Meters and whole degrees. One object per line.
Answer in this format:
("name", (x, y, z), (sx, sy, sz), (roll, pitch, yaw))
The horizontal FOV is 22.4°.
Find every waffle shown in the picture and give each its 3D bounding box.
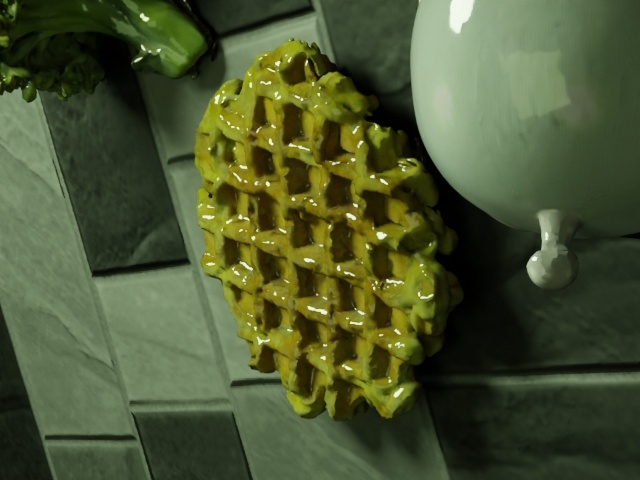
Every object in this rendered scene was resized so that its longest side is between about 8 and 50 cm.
("waffle", (0.000, 0.000, 1.366), (0.325, 0.068, 0.302), (57, 139, 12))

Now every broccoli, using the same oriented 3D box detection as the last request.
("broccoli", (-0.246, -0.223, 1.454), (0.273, 0.180, 0.242), (47, 134, 23))

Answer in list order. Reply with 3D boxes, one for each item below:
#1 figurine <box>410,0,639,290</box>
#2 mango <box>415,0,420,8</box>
("figurine", (0.156, -0.169, 1.003), (0.253, 0.211, 0.361), (10, 113, 42))
("mango", (0.114, -0.175, 1.151), (0.105, 0.084, 0.159), (0, 106, 42))
